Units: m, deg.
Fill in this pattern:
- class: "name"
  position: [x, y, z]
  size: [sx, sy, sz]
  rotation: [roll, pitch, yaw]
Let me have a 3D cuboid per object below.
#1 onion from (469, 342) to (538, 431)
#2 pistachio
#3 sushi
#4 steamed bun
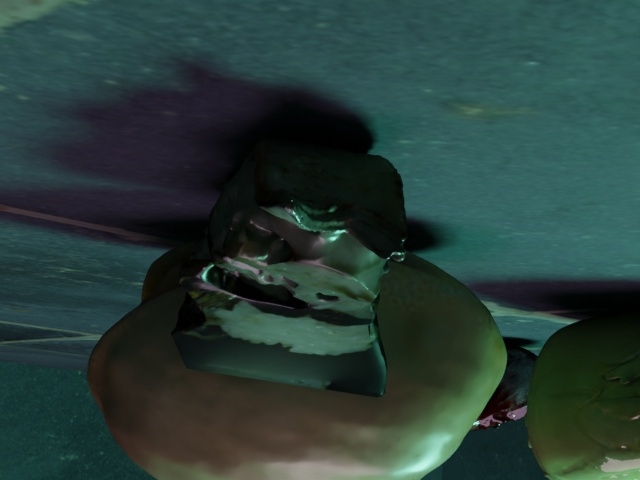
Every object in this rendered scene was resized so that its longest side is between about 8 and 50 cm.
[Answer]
- class: "onion"
  position: [0.212, 0.183, 1.606]
  size: [0.151, 0.098, 0.206]
  rotation: [-19, 177, -33]
- class: "pistachio"
  position: [-0.013, 0.093, 0.955]
  size: [0.308, 0.230, 0.230]
  rotation: [5, 171, 17]
- class: "sushi"
  position: [-0.017, -0.007, 0.715]
  size: [0.134, 0.109, 0.273]
  rotation: [8, 156, 3]
- class: "steamed bun"
  position: [0.331, 0.143, 1.198]
  size: [0.232, 0.166, 0.273]
  rotation: [-18, 164, 34]
